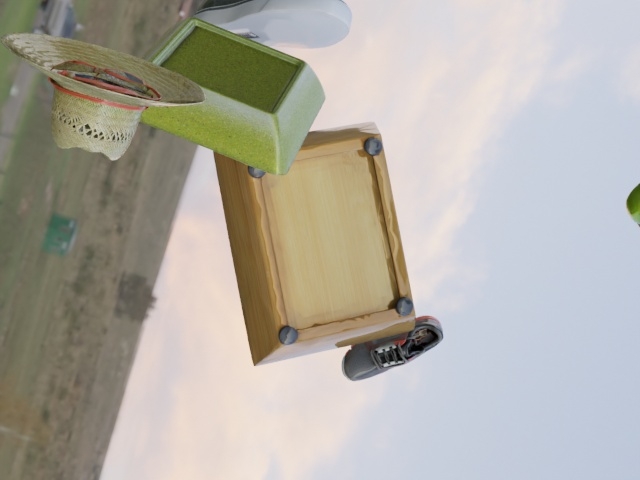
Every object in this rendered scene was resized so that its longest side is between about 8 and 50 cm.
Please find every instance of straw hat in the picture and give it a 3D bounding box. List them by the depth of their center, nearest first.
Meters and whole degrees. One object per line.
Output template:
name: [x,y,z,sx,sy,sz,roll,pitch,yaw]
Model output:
straw hat: [-0.148,-0.086,0.668,0.144,0.144,0.061,-119,-135,-67]

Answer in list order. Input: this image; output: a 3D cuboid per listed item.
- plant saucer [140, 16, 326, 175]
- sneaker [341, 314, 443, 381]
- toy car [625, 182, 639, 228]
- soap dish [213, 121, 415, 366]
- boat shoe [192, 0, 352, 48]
plant saucer: [-0.094,-0.157,1.009,0.188,0.188,0.045,-67,179,-55]
sneaker: [0.102,0.151,1.427,0.158,0.061,0.065,-28,-172,-3]
toy car: [0.406,-0.037,1.022,0.159,0.182,0.136,66,8,-63]
soap dish: [0.000,0.000,1.321,0.118,0.229,0.291,171,-92,-74]
boat shoe: [-0.066,-0.329,1.416,0.301,0.108,0.102,6,-105,49]
